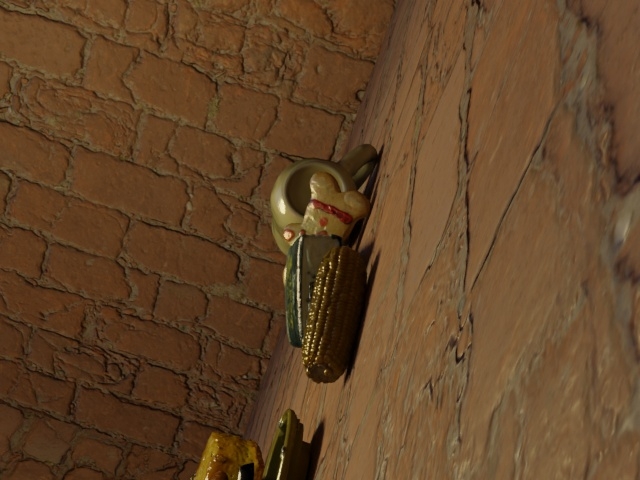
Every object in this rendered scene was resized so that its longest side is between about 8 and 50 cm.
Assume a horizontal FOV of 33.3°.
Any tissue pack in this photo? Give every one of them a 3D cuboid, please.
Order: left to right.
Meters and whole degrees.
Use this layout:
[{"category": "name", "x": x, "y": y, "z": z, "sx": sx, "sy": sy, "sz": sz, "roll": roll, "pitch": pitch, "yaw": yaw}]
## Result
[{"category": "tissue pack", "x": -0.015, "y": 0.092, "z": 1.833, "sx": 0.257, "sy": 0.081, "sz": 0.185, "roll": 141, "pitch": 128, "yaw": -82}]

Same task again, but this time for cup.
[{"category": "cup", "x": 0.025, "y": -0.074, "z": 2.150, "sx": 0.202, "sy": 0.255, "sz": 0.173, "roll": 97, "pitch": 149, "yaw": -69}]

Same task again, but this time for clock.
[{"category": "clock", "x": -0.056, "y": 0.373, "z": 1.618, "sx": 0.237, "sy": 0.057, "sz": 0.237, "roll": -164, "pitch": 90, "yaw": -86}]

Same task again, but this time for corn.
[{"category": "corn", "x": 0.022, "y": 0.105, "z": 1.565, "sx": 0.080, "sy": 0.080, "sz": 0.238, "roll": 112, "pitch": 172, "yaw": -52}]

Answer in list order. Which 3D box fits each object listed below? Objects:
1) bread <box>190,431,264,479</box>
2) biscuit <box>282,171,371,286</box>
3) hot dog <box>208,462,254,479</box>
[{"category": "bread", "x": -0.219, "y": 0.581, "z": 2.468, "sx": 0.260, "sy": 0.160, "sz": 0.147, "roll": -66, "pitch": 8, "yaw": -7}, {"category": "biscuit", "x": 0.000, "y": 0.000, "z": 1.990, "sx": 0.234, "sy": 0.153, "sz": 0.030, "roll": -63, "pitch": -26, "yaw": 7}, {"category": "hot dog", "x": -0.170, "y": 0.510, "z": 1.680, "sx": 0.194, "sy": 0.107, "sz": 0.326, "roll": 99, "pitch": 176, "yaw": -77}]
